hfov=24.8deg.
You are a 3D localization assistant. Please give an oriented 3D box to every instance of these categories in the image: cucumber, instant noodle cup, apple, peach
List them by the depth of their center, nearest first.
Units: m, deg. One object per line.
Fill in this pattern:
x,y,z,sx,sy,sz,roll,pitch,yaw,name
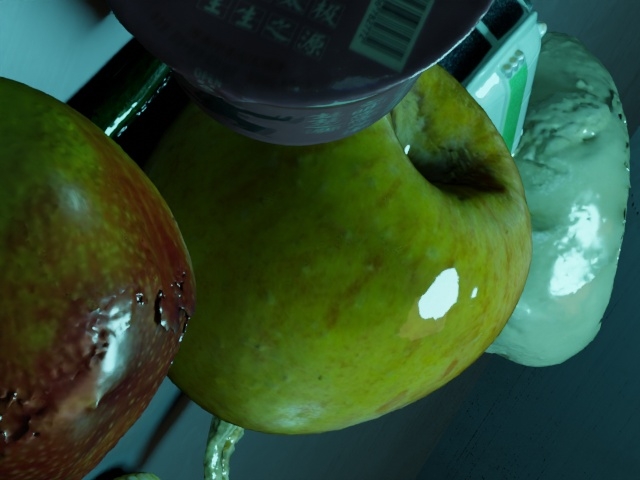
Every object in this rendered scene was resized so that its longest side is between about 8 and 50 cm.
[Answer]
-0.183,0.029,0.747,0.231,0.231,0.231,-47,163,-19,peach
-0.014,-0.165,0.844,0.235,0.235,0.178,-50,174,-11,instant noodle cup
-0.142,-0.083,0.961,0.184,0.036,0.033,-47,173,-17,cucumber
0.000,0.000,1.101,0.275,0.299,0.299,-46,171,35,apple

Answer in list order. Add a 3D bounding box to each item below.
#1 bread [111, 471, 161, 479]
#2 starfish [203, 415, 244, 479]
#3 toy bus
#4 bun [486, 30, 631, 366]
-0.202,0.348,1.538,0.179,0.133,0.250,-42,159,-21,bread
-0.052,0.103,1.499,0.432,0.082,0.324,-49,161,-48,starfish
0.105,-0.148,1.284,0.133,0.165,0.276,-48,165,-14,toy bus
0.185,-0.041,1.539,0.360,0.211,0.359,-172,-90,-83,bun
